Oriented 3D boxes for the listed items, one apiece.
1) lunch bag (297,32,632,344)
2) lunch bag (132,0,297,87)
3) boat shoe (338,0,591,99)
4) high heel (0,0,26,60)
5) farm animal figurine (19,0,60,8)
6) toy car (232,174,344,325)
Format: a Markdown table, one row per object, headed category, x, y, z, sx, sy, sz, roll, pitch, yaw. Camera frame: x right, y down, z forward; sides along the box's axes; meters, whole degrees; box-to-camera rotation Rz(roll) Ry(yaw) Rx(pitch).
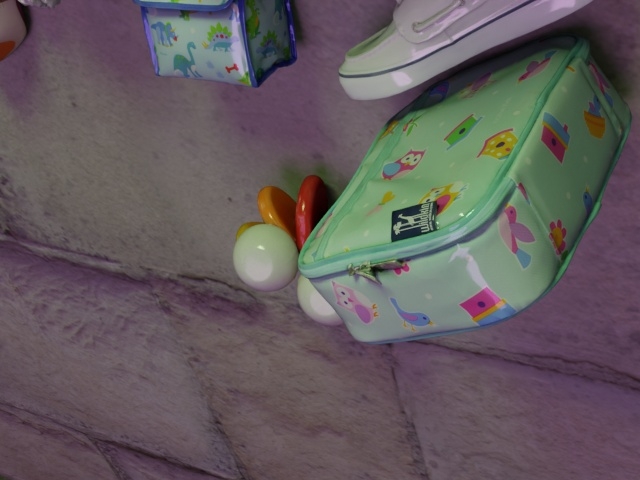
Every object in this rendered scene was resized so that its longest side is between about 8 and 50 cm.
| category | x | y | z | sx | sy | sz | roll | pitch | yaw |
| --- | --- | --- | --- | --- | --- | --- | --- | --- | --- |
| lunch bag | 0.111 | -0.043 | 0.731 | 0.224 | 0.279 | 0.108 | -12 | 122 | 47 |
| lunch bag | -0.102 | -0.228 | 0.833 | 0.128 | 0.096 | 0.151 | 12 | 126 | 28 |
| boat shoe | 0.107 | -0.196 | 0.726 | 0.258 | 0.095 | 0.084 | -21 | 116 | 36 |
| high heel | -0.391 | -0.283 | 1.005 | 0.117 | 0.082 | 0.244 | 61 | 154 | 3 |
| farm animal figurine | -0.289 | -0.349 | 0.700 | 0.330 | 0.172 | 0.326 | 47 | 145 | -22 |
| toy car | 0.000 | 0.000 | 1.005 | 0.181 | 0.159 | 0.136 | 28 | 108 | 6 |
